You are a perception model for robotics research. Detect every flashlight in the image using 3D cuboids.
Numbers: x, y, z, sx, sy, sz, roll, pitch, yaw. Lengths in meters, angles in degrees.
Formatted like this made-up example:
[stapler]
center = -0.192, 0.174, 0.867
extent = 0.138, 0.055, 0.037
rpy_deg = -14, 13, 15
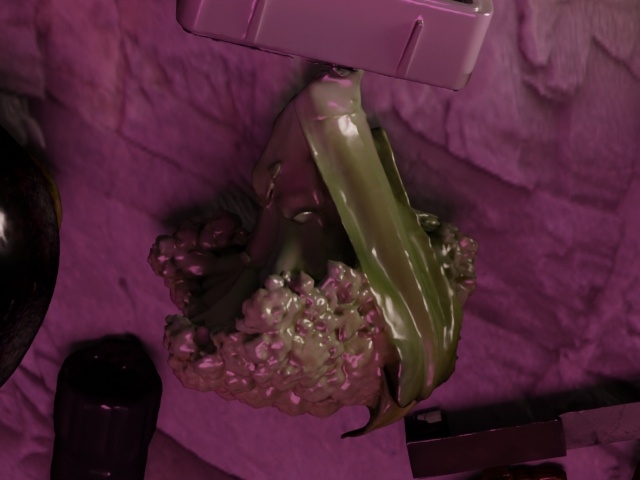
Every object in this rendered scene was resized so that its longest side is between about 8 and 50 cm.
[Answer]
[flashlight]
center = -0.209, 0.261, 1.544
extent = 0.103, 0.103, 0.424
rpy_deg = 6, 128, -8

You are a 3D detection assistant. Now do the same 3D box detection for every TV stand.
[TV stand]
center = 0.202, 0.159, 1.504
extent = 0.256, 0.040, 0.049
rpy_deg = -10, 129, 6

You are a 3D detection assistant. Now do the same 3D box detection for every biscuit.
[biscuit]
center = 0.175, 0.252, 1.596
extent = 0.119, 0.019, 0.130
rpy_deg = -13, 130, 6

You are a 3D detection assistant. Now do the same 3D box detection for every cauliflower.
[cauliflower]
center = 0.000, 0.000, 1.286
extent = 0.256, 0.239, 0.316
rpy_deg = -3, 98, -17

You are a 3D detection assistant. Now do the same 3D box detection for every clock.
[clock]
center = 0.007, -0.180, 1.134
extent = 0.197, 0.150, 0.063
rpy_deg = 11, 127, -12

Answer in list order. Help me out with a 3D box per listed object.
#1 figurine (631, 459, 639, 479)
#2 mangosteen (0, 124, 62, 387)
[figurine]
center = 0.386, 0.290, 1.496
extent = 0.204, 0.338, 0.284
rpy_deg = -26, 93, 10
[mangosteen]
center = -0.306, 0.020, 1.244
extent = 0.275, 0.275, 0.302
rpy_deg = -23, 167, 16
